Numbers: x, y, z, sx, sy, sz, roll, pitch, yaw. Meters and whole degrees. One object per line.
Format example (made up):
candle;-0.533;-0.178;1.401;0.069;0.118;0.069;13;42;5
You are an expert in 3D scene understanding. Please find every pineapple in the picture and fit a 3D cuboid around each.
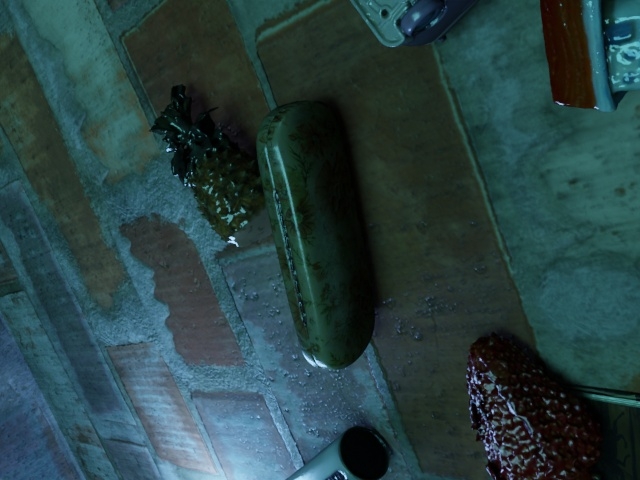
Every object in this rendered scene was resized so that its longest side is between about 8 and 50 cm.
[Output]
pineapple;-0.184;-0.141;1.028;0.310;0.141;0.170;51;140;18

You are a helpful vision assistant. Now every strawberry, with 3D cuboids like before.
strawberry;0.286;0.278;0.837;0.188;0.106;0.286;-37;85;44

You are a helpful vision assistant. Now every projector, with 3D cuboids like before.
projector;0.011;0.487;1.203;0.108;0.108;0.337;47;134;11

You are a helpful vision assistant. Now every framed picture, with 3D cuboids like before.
framed picture;0.395;0.319;0.850;0.197;0.014;0.252;0;112;41

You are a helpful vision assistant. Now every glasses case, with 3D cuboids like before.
glasses case;0.000;0.000;0.918;0.098;0.156;0.425;3;114;38

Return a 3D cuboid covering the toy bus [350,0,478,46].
toy bus;0.130;-0.319;0.647;0.142;0.142;0.202;55;134;4

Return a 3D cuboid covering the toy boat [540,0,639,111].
toy boat;0.274;-0.292;0.535;0.133;0.145;0.331;4;121;39
